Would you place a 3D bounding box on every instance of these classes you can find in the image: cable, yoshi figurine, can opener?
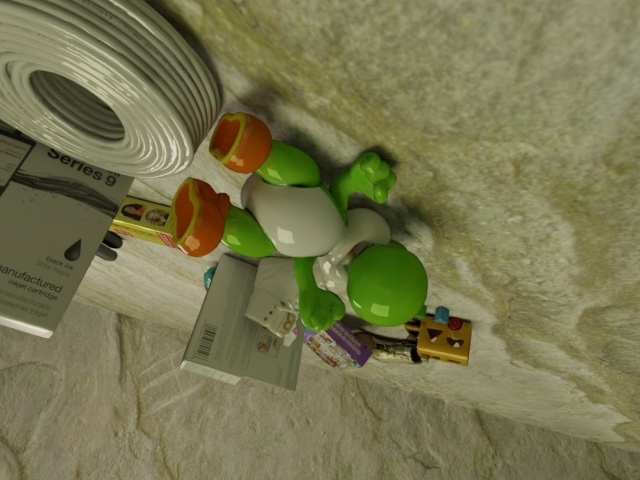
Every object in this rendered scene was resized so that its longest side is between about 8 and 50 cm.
[{"bbox_3d":[-0.241,-0.163,0.432,0.256,0.089,0.257,5,154,25],"label":"cable"},{"bbox_3d":[0.016,0.005,0.521,0.362,0.203,0.203,26,147,-37],"label":"yoshi figurine"},{"bbox_3d":[-0.569,-0.028,0.979,0.093,0.074,0.280,8,156,16],"label":"can opener"}]

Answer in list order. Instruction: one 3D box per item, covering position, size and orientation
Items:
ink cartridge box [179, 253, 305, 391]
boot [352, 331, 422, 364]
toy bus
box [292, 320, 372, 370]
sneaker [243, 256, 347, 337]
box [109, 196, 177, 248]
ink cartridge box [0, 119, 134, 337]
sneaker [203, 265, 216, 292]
[{"bbox_3d":[-0.154,0.188,0.940,0.238,0.275,0.060,24,137,-16],"label":"ink cartridge box"},{"bbox_3d":[0.211,0.341,1.304,0.165,0.077,0.213,-11,146,44],"label":"boot"},{"bbox_3d":[0.265,0.239,0.995,0.190,0.105,0.202,24,156,-17],"label":"toy bus"},{"bbox_3d":[0.025,0.312,1.288,0.201,0.057,0.293,43,156,2],"label":"box"},{"bbox_3d":[-0.031,0.123,0.848,0.292,0.169,0.108,-4,148,37],"label":"sneaker"},{"bbox_3d":[-0.384,-0.046,0.834,0.232,0.058,0.087,14,156,4],"label":"box"},{"bbox_3d":[-0.386,-0.049,0.535,0.211,0.290,0.121,28,151,-26],"label":"ink cartridge box"},{"bbox_3d":[-0.177,0.141,1.078,0.274,0.107,0.110,17,148,-1],"label":"sneaker"}]
